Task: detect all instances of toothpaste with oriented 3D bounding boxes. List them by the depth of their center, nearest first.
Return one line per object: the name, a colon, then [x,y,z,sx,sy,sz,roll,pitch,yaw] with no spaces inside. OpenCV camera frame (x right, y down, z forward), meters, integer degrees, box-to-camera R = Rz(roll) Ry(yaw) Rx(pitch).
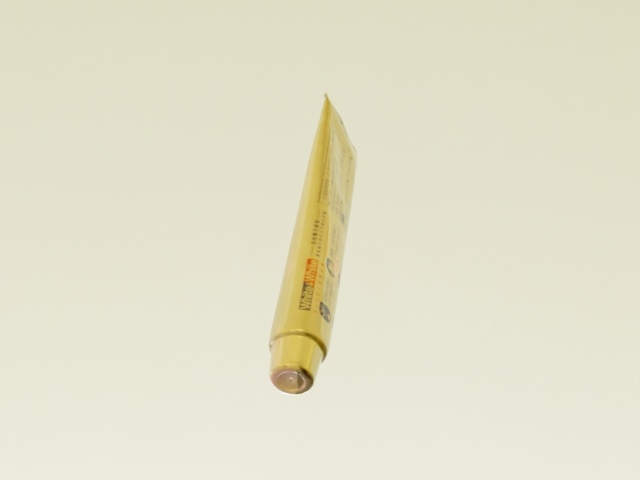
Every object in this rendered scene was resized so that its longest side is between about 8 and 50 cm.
toothpaste: [0.000,0.000,0.894,0.033,0.218,0.052,-13,-50,22]
